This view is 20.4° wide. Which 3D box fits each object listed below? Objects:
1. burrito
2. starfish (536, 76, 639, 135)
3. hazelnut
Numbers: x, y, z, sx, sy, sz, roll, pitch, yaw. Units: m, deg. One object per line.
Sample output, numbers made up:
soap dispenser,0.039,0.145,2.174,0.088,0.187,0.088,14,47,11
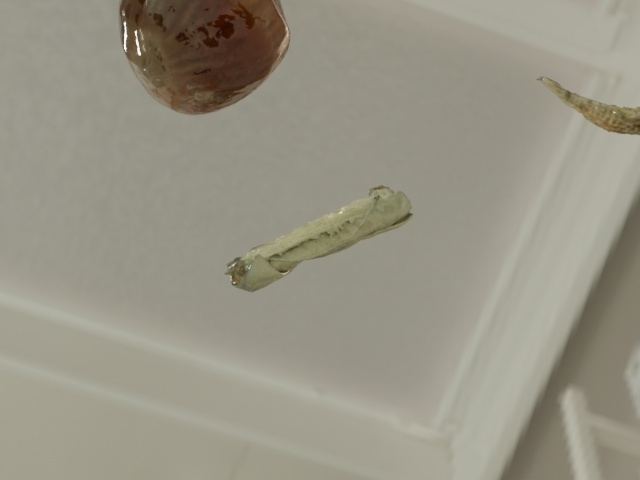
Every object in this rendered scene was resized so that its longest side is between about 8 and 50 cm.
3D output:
burrito,0.000,0.000,1.544,0.045,0.185,0.041,23,134,59
starfish,0.403,-0.251,1.751,0.398,0.132,0.384,-38,-32,-12
hazelnut,-0.139,-0.242,1.970,0.176,0.214,0.214,-12,55,46
